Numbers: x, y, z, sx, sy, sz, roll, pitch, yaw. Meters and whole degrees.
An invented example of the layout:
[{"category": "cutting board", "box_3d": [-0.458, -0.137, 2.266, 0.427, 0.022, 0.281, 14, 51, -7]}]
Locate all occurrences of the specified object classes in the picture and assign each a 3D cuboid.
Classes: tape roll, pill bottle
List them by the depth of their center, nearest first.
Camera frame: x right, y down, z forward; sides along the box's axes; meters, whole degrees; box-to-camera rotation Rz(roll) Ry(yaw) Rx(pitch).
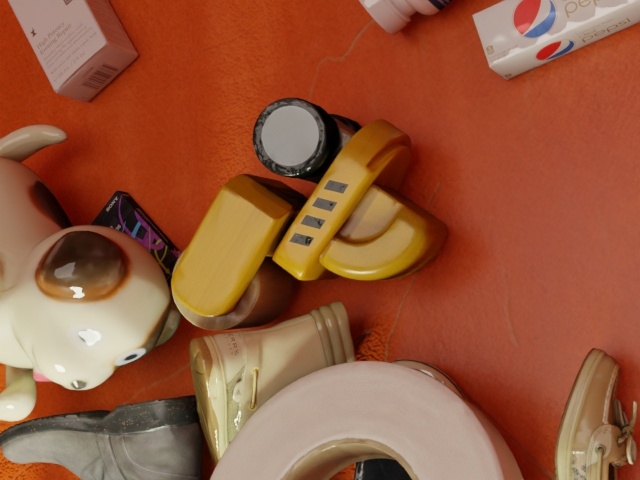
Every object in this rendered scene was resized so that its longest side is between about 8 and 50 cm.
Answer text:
[{"category": "tape roll", "box_3d": [0.036, 0.324, 1.252, 0.392, 0.072, 0.392, -15, 60, 27]}, {"category": "pill bottle", "box_3d": [0.135, -0.345, 1.427, 0.187, 0.112, 0.112, -39, 67, 18]}]

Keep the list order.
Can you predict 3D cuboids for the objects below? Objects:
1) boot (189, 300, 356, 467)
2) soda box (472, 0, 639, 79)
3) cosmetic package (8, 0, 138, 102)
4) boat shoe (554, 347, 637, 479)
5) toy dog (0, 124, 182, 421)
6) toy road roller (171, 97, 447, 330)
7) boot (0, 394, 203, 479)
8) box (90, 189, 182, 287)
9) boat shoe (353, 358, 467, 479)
[{"category": "boot", "box_3d": [-0.051, 0.192, 1.446, 0.203, 0.262, 0.095, -17, 44, -15]}, {"category": "soda box", "box_3d": [0.294, -0.269, 1.356, 0.216, 0.069, 0.074, -22, 73, 24]}, {"category": "cosmetic package", "box_3d": [-0.376, -0.331, 1.712, 0.117, 0.085, 0.231, -39, 68, 17]}, {"category": "boat shoe", "box_3d": [0.306, 0.261, 1.264, 0.089, 0.104, 0.285, 8, 97, 24]}, {"category": "toy dog", "box_3d": [-0.378, 0.057, 1.554, 0.408, 0.284, 0.395, 21, 64, 34]}, {"category": "toy road roller", "box_3d": [0.000, 0.000, 1.406, 0.240, 0.202, 0.329, 36, 99, 16]}, {"category": "boot", "box_3d": [-0.294, 0.339, 1.561, 0.338, 0.118, 0.222, -12, 82, 30]}, {"category": "box", "box_3d": [-0.270, 0.022, 1.637, 0.162, 0.029, 0.116, 46, 104, 27]}, {"category": "boat shoe", "box_3d": [0.106, 0.384, 1.317, 0.187, 0.156, 0.500, -6, 79, 29]}]
